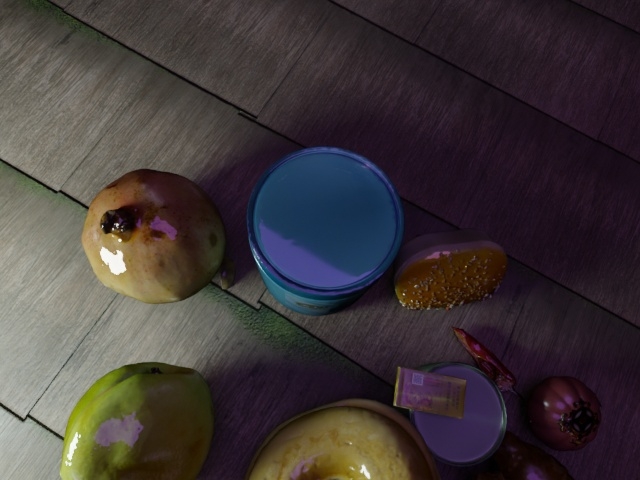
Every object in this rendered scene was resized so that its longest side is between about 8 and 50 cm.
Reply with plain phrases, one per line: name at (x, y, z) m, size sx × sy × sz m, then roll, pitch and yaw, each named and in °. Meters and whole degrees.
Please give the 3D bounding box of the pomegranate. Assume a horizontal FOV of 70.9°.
pomegranate at (-0.396, -0.015, 1.067) m, size 0.337 × 0.338 × 0.339 m, roll 1°, pitch 73°, yaw -4°

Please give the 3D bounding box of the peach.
peach at (-0.386, 0.416, 0.958) m, size 0.314 × 0.281 × 0.316 m, roll 3°, pitch 102°, yaw -39°

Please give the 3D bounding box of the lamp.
lamp at (0.594, 0.423, 1.111) m, size 0.181 × 0.140 × 0.182 m, roll 0°, pitch 91°, yaw -11°

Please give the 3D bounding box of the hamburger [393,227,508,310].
hamburger at (0.329, 0.080, 1.148) m, size 0.294 × 0.227 × 0.152 m, roll -5°, pitch 50°, yaw -3°

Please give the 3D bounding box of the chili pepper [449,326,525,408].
chili pepper at (0.439, 0.321, 1.172) m, size 0.268 × 0.059 × 0.050 m, roll 47°, pitch 37°, yaw 13°

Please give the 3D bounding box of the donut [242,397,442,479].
donut at (0.038, 0.544, 0.935) m, size 0.448 × 0.198 × 0.449 m, roll -10°, pitch 49°, yaw 11°

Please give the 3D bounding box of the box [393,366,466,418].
box at (0.245, 0.340, 1.005) m, size 0.156 × 0.022 × 0.089 m, roll 10°, pitch 72°, yaw -1°

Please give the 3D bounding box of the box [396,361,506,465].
box at (0.309, 0.410, 1.080) m, size 0.225 × 0.149 × 0.226 m, roll 1°, pitch 74°, yaw -4°

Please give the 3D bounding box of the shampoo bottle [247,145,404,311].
shampoo bottle at (0.000, 0.000, 1.080) m, size 0.330 × 0.343 × 0.332 m, roll 1°, pitch 73°, yaw -4°

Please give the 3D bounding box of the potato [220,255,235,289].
potato at (-0.248, 0.081, 1.196) m, size 0.037 × 0.036 × 0.093 m, roll -4°, pitch 73°, yaw -2°

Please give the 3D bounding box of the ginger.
ginger at (0.462, 0.625, 1.020) m, size 0.274 × 0.152 × 0.358 m, roll 9°, pitch 74°, yaw -7°
